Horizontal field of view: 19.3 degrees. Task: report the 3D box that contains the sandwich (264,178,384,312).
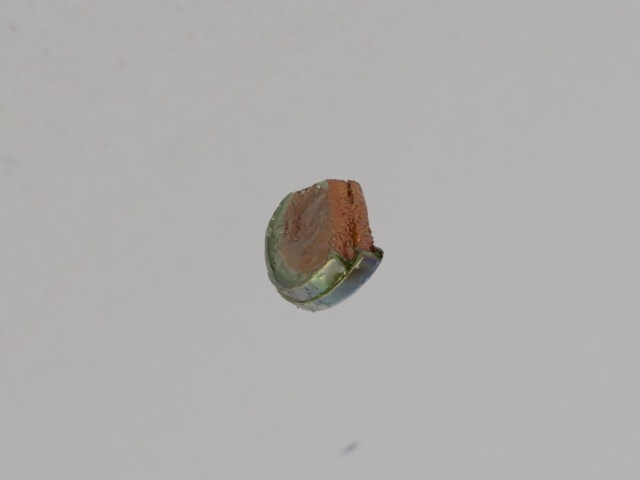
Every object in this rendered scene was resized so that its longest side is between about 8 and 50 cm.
[{"bbox_3d":[-0.003,0.001,0.993,0.026,0.101,0.069,29,115,-27],"label":"sandwich"}]
